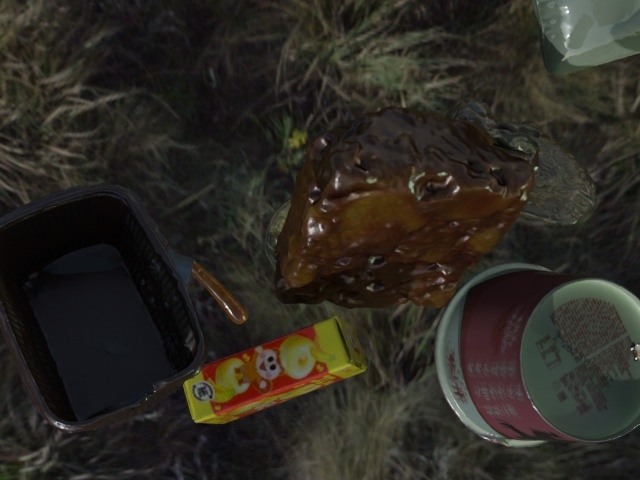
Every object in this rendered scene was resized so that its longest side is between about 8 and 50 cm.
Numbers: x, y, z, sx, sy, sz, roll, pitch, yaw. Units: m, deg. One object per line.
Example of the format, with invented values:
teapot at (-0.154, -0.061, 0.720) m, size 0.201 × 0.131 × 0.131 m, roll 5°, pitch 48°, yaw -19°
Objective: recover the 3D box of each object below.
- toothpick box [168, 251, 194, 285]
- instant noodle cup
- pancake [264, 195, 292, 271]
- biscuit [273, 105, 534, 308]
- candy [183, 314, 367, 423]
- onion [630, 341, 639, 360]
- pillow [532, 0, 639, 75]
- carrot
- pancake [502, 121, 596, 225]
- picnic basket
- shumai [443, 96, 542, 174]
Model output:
toothpick box at (-0.279, 0.053, 1.291) m, size 0.153 × 0.101 × 0.101 m, roll 18°, pitch 79°, yaw -8°
instant noodle cup at (0.275, 0.136, 1.000) m, size 0.234 × 0.178 × 0.235 m, roll 1°, pitch 84°, yaw -15°
pancake at (0.000, 0.000, 1.853) m, size 0.241 × 0.050 × 0.242 m, roll 1°, pitch 102°, yaw 6°
biscuit at (0.115, -0.038, 1.383) m, size 0.342 × 0.395 × 0.166 m, roll 5°, pitch 55°, yaw -16°
candy at (-0.072, 0.215, 1.386) m, size 0.276 × 0.146 × 0.088 m, roll -21°, pitch 72°, yaw 9°
onion at (0.489, 0.077, 0.850) m, size 0.230 × 0.256 × 0.272 m, roll -8°, pitch 41°, yaw 42°
pillow at (0.488, -0.410, 1.314) m, size 0.322 × 0.120 × 0.255 m, roll -13°, pitch 116°, yaw 12°
carrot at (-0.219, 0.102, 1.767) m, size 0.037 × 0.037 × 0.190 m, roll -42°, pitch 109°, yaw -6°
pancake at (0.445, -0.141, 1.777) m, size 0.288 × 0.033 × 0.286 m, roll 28°, pitch 48°, yaw 8°
picnic basket at (-0.275, 0.089, 1.045) m, size 0.222 × 0.129 × 0.297 m, roll -24°, pitch 69°, yaw -18°
shumai at (0.311, -0.152, 1.552) m, size 0.185 × 0.184 × 0.218 m, roll -1°, pitch 48°, yaw 32°
